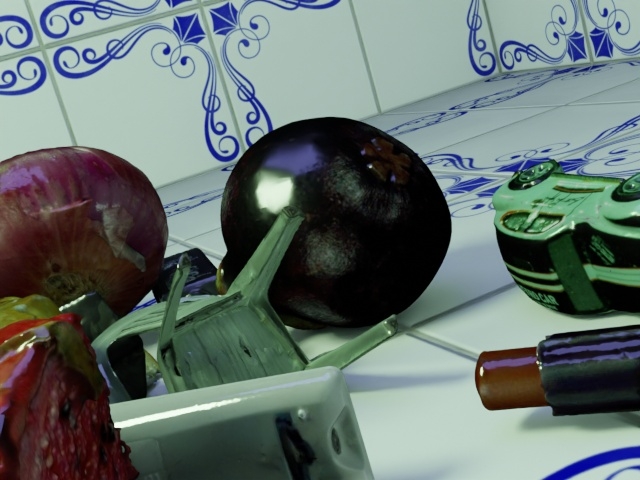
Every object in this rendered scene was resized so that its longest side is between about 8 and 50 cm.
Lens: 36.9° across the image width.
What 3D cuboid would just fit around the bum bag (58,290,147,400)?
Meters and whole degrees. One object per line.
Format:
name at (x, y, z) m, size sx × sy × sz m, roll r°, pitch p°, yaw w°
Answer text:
bum bag at (-0.361, 0.158, 1.069) m, size 0.340 × 0.144 × 0.095 m, roll -16°, pitch 10°, yaw 1°

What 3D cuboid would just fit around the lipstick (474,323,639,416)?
lipstick at (0.264, 0.093, 0.717) m, size 0.299 × 0.081 × 0.081 m, roll -11°, pitch 13°, yaw 23°

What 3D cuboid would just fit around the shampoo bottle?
shampoo bottle at (-0.187, 0.076, 1.391) m, size 0.098 × 0.071 × 0.309 m, roll -16°, pitch 14°, yaw -13°

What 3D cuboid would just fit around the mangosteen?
mangosteen at (0.000, 0.000, 1.148) m, size 0.275 × 0.275 × 0.302 m, roll -33°, pitch -16°, yaw -52°

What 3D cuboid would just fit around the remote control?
remote control at (-0.121, 0.180, 0.750) m, size 0.313 × 0.109 × 0.055 m, roll -13°, pitch 12°, yaw 16°

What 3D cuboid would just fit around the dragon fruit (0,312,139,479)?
dragon fruit at (-0.204, 0.217, 0.616) m, size 0.240 × 0.302 × 0.330 m, roll 13°, pitch 21°, yaw -18°

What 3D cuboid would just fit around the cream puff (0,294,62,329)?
cream puff at (-0.340, 0.170, 0.899) m, size 0.281 × 0.185 × 0.282 m, roll -13°, pitch 12°, yaw 3°

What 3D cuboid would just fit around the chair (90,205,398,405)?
chair at (-0.097, 0.096, 0.941) m, size 0.203 × 0.190 × 0.275 m, roll -25°, pitch -13°, yaw -38°

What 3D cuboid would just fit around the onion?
onion at (-0.389, 0.002, 1.305) m, size 0.347 × 0.348 × 0.285 m, roll -24°, pitch 57°, yaw -31°

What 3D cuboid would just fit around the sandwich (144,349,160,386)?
sandwich at (-0.319, 0.154, 1.171) m, size 0.258 × 0.096 × 0.094 m, roll -10°, pitch 8°, yaw 16°

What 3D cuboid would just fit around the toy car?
toy car at (0.269, 0.009, 0.970) m, size 0.125 × 0.136 × 0.306 m, roll -33°, pitch 18°, yaw -13°
